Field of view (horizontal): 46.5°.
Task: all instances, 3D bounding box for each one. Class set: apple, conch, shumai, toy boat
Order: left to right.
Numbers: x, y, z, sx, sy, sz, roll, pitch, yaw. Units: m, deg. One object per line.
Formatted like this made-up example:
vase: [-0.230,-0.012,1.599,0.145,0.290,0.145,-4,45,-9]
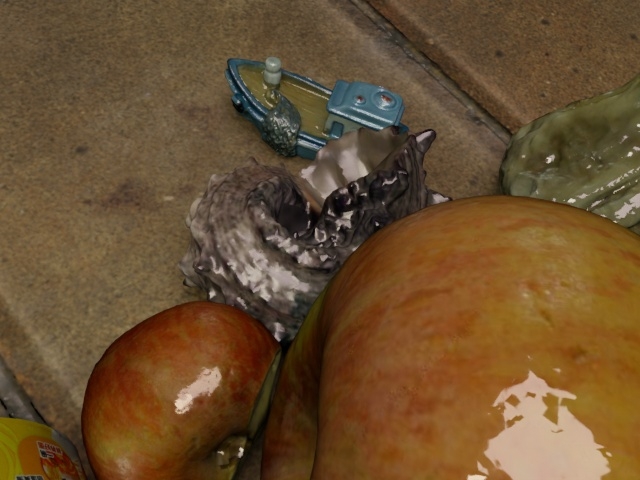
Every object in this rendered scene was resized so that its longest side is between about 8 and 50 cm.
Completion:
apple: [-0.114,0.143,0.616,0.160,0.195,0.173,11,18,-13]
conch: [-0.008,-0.010,0.768,0.313,0.186,0.241,-39,63,-8]
toy boat: [-0.006,-0.158,0.889,0.237,0.098,0.109,21,54,2]
apple: [0.134,0.169,0.544,0.333,0.400,0.400,12,57,-13]
shumai: [0.324,-0.096,0.839,0.260,0.222,0.225,-33,59,-20]

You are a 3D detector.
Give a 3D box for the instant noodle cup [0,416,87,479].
instant noodle cup: [-0.245,0.257,0.500,0.264,0.264,0.200,-13,52,-19]
